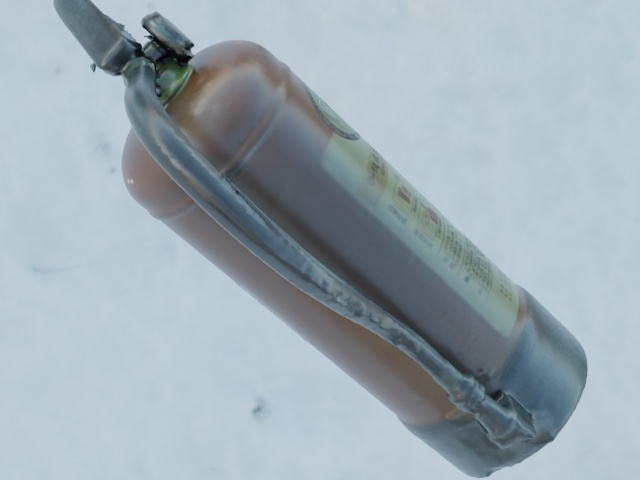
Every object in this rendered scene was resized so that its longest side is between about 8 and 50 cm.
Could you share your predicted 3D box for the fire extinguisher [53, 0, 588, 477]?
[{"bbox_3d":[0.006,-0.009,0.856,0.376,0.200,0.113,41,79,-20],"label":"fire extinguisher"}]
